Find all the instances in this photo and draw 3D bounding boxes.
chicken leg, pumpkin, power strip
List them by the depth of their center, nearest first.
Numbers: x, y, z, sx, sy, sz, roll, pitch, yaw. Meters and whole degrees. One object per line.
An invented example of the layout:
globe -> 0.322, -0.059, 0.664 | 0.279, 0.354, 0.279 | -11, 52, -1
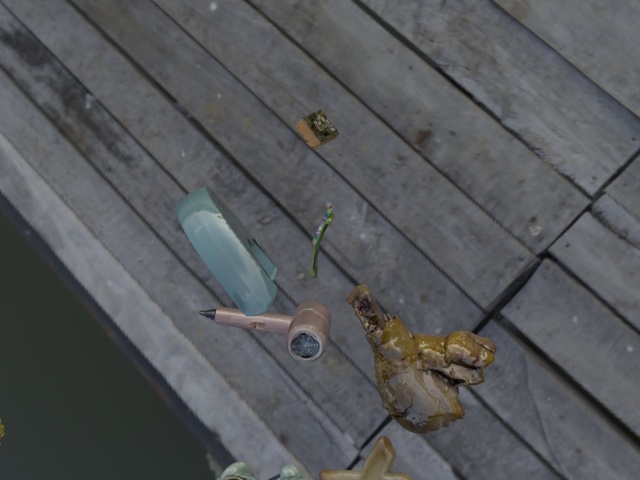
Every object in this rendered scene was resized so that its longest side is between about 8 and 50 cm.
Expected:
power strip -> -0.115, 0.006, 0.906 | 0.054, 0.253, 0.168 | -36, 98, 0
chicken leg -> 0.217, 0.239, 1.520 | 0.295, 0.182, 0.409 | -22, 115, 26
pumpkin -> -0.003, -0.248, 1.565 | 0.074, 0.083, 0.054 | 50, 131, 4

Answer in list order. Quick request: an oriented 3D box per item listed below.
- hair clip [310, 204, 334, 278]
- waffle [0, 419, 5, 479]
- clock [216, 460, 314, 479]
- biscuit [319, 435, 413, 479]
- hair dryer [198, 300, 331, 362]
hair clip -> 0.000, 0.000, 1.645 | 0.033, 0.060, 0.188 | 17, 109, 3
waffle -> -0.712, 0.547, 1.460 | 0.261, 0.151, 0.324 | -45, 70, -2
clock -> -0.081, 0.466, 1.200 | 0.243, 0.199, 0.147 | 2, 123, 37
biscuit -> 0.113, 0.582, 1.687 | 0.208, 0.047, 0.164 | -36, 77, 16
hair dryer -> -0.148, 0.219, 1.815 | 0.344, 0.189, 0.107 | 7, 107, 4
